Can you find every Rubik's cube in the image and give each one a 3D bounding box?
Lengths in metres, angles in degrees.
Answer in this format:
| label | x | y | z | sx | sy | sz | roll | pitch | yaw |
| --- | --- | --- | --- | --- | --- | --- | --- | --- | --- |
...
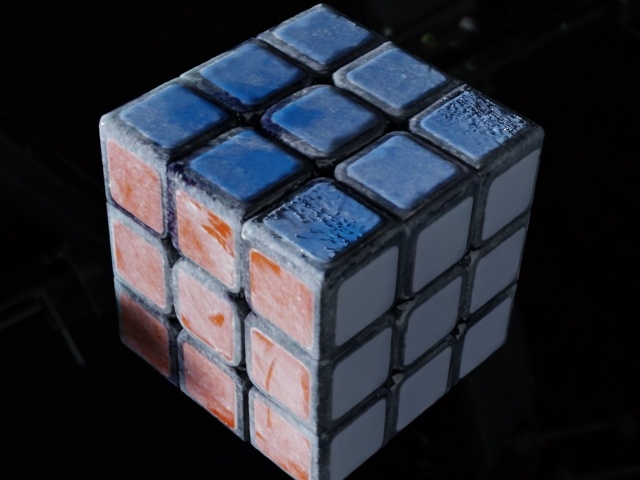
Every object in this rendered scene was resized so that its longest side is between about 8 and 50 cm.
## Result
| label | x | y | z | sx | sy | sz | roll | pitch | yaw |
| --- | --- | --- | --- | --- | --- | --- | --- | --- | --- |
| Rubik's cube | 0.000 | 0.000 | 1.278 | 0.301 | 0.305 | 0.304 | -33 | -35 | -33 |
